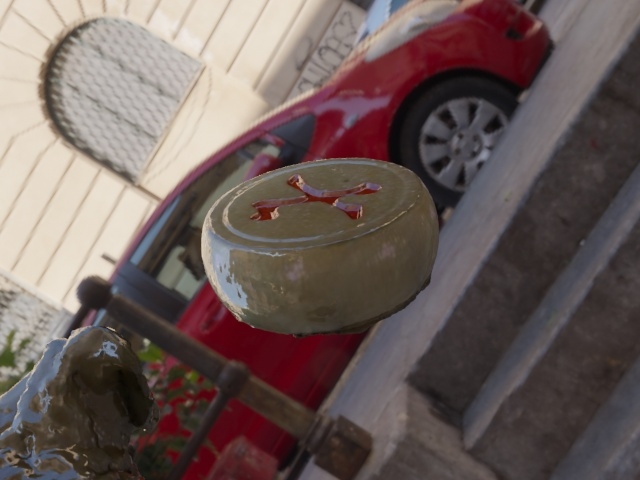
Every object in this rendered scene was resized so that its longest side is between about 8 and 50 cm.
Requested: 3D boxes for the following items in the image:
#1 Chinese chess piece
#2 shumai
[{"bbox_3d":[0.000,0.000,1.197,0.338,0.338,0.140,-56,-38,-57],"label":"Chinese chess piece"},{"bbox_3d":[-0.265,0.212,0.761,0.267,0.314,0.262,143,126,-61],"label":"shumai"}]
